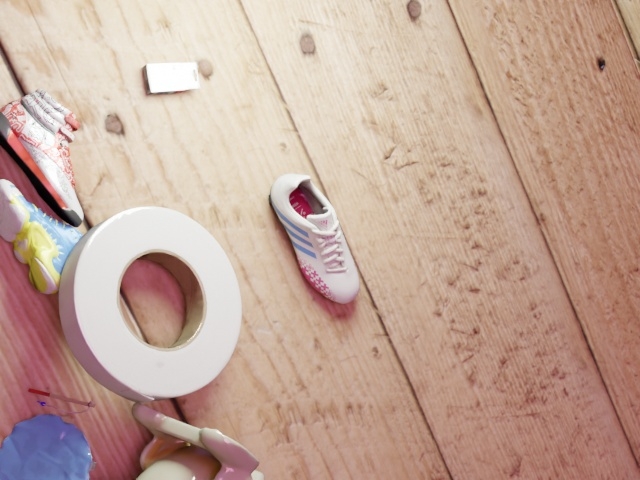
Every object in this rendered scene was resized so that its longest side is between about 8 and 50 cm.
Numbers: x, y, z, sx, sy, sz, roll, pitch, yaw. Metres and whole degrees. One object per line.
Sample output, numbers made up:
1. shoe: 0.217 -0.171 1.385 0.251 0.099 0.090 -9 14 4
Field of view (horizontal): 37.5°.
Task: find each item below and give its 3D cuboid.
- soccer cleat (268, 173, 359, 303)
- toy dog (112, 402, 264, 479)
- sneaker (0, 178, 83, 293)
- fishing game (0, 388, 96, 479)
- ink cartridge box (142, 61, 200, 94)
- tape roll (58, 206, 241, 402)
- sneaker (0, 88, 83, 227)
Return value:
1. soccer cleat: 0.000 0.000 2.092 0.116 0.143 0.331 -38 103 -27
2. toy dog: -0.303 0.575 1.822 0.408 0.284 0.395 -61 146 -21
3. sneaker: -0.545 -0.019 1.841 0.126 0.091 0.240 -31 99 -46
4. fishing game: -0.519 0.422 1.790 0.189 0.041 0.264 11 77 7
5. ink cartridge box: -0.318 -0.347 2.021 0.115 0.029 0.063 -9 88 -30
6. tape roll: -0.331 0.126 1.883 0.392 0.072 0.392 15 67 -39
7. sneaker: -0.515 -0.168 1.858 0.145 0.090 0.270 -41 102 -23
